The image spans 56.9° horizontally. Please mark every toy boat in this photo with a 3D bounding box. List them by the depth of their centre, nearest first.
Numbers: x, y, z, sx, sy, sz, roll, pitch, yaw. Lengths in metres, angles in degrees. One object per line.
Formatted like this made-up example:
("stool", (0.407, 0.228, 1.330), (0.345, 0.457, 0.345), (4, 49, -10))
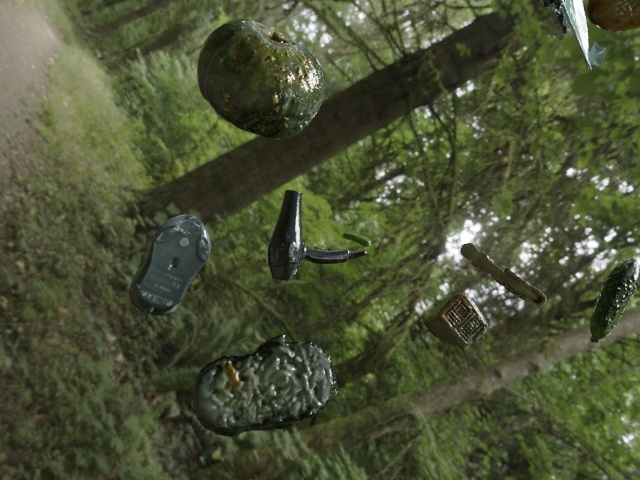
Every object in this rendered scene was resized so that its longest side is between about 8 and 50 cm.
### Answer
("toy boat", (0.519, -0.490, 1.234), (0.070, 0.210, 0.292), (-6, -71, 48))

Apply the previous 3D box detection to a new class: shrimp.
("shrimp", (0.677, -0.500, 1.161), (0.152, 0.287, 0.063), (46, 39, -46))

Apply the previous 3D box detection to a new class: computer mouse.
("computer mouse", (-0.445, 0.099, 1.664), (0.167, 0.380, 0.090), (30, -2, -25))

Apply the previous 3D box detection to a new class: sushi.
("sushi", (-0.135, 0.357, 1.434), (0.171, 0.349, 0.211), (101, -28, -70))

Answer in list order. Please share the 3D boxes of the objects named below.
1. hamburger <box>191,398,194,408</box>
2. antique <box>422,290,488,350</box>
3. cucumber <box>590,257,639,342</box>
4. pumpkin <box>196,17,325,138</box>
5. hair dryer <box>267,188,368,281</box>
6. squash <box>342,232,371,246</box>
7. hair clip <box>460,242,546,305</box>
("hamburger", (-0.301, 0.437, 1.670), (0.062, 0.133, 0.140), (35, -16, 20))
("antique", (0.425, 0.258, 1.937), (0.150, 0.125, 0.284), (50, -8, 1))
("cucumber", (0.646, 0.132, 1.301), (0.069, 0.227, 0.069), (31, -23, 15))
("pumpkin", (-0.154, -0.417, 1.550), (0.327, 0.291, 0.258), (38, -60, 19))
("hair dryer", (0.000, 0.000, 1.524), (0.091, 0.271, 0.236), (178, -79, -67))
("squash", (0.107, -0.005, 1.735), (0.089, 0.027, 0.027), (22, -8, -3))
("hair clip", (0.348, 0.073, 1.104), (0.072, 0.034, 0.226), (40, 3, -34))
